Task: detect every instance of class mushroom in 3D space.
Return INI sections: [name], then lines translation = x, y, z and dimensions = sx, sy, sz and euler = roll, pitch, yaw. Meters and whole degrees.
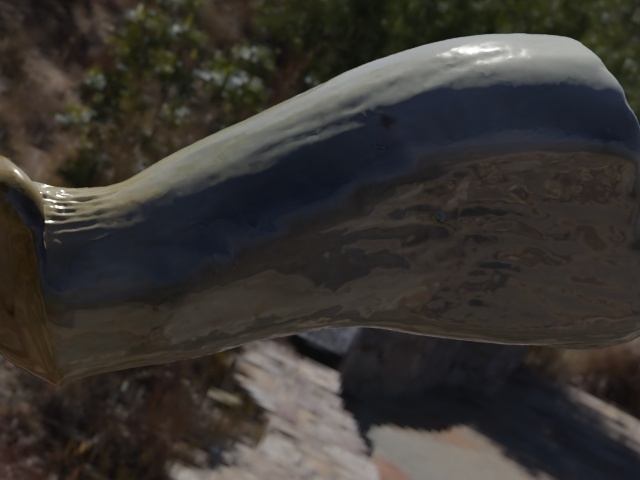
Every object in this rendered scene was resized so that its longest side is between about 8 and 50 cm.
[mushroom]
translation = 0.000, 0.000, 0.657
dimensions = 0.329, 0.159, 0.122
euler = -12, -2, -12
